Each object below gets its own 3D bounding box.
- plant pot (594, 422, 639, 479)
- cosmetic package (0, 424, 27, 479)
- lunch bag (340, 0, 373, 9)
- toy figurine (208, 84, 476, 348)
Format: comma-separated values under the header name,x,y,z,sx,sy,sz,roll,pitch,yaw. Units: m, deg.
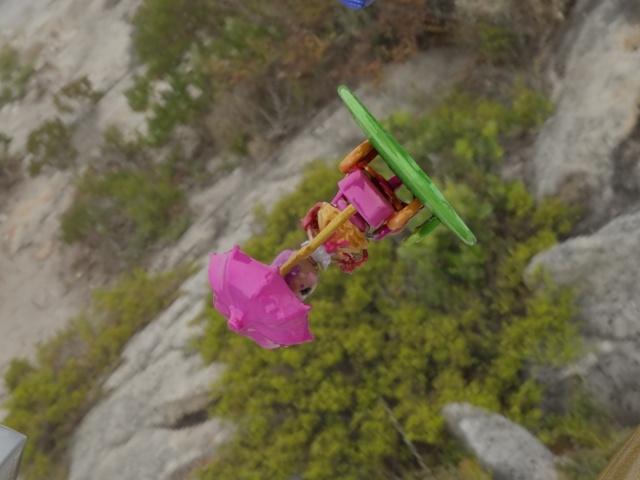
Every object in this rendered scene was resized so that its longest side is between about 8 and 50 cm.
name,x,y,z,sx,sy,sz,roll,pitch,yaw
plant pot,0.269,0.218,0.747,0.237,0.254,0.237,6,31,-3
cosmetic package,-0.286,0.209,0.694,0.238,0.107,0.127,-57,-12,-65
lunch bag,-0.018,-0.229,0.344,0.293,0.221,0.138,-60,-4,8
toy figurine,0.000,0.000,0.726,0.159,0.130,0.173,-40,-2,8
